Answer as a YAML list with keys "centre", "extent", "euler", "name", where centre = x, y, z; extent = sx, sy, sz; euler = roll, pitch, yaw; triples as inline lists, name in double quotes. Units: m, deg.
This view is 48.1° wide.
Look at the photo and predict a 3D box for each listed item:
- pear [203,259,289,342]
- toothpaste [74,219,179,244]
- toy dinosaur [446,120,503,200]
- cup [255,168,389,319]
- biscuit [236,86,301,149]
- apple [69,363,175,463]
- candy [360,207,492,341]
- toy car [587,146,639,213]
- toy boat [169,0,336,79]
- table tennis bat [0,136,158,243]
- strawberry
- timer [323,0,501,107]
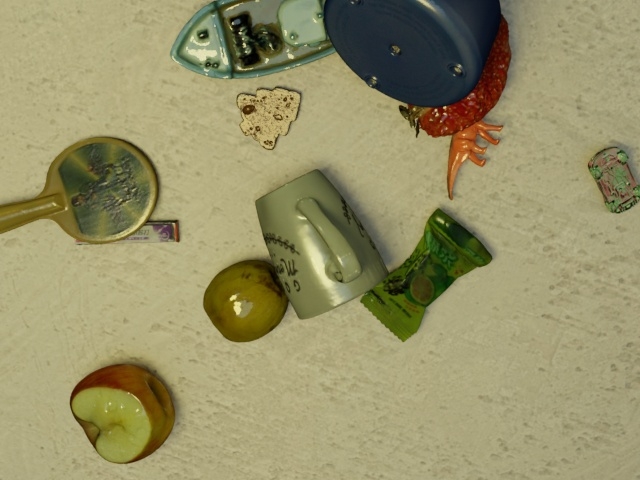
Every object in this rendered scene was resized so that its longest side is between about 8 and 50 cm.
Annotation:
- centre: [-0.139, 0.113, 1.350]
  extent: [0.162, 0.149, 0.149]
  euler: [-34, 101, 3]
  name: "pear"
- centre: [-0.370, -0.013, 1.375]
  extent: [0.196, 0.040, 0.047]
  euler: [-1, 101, 1]
  name: "toothpaste"
- centre: [0.283, -0.209, 1.318]
  extent: [0.101, 0.055, 0.280]
  euler: [23, 95, 14]
  name: "toy dinosaur"
- centre: [0.000, 0.000, 1.270]
  extent: [0.186, 0.258, 0.234]
  euler: [-28, 95, -13]
  name: "cup"
- centre: [-0.091, -0.236, 1.331]
  extent: [0.130, 0.019, 0.119]
  euler: [-28, 101, 7]
  name: "biscuit"
- centre: [-0.383, 0.333, 1.392]
  extent: [0.173, 0.160, 0.195]
  euler: [-31, 93, -1]
  name: "apple"
- centre: [0.195, 0.069, 1.379]
  extent: [0.149, 0.069, 0.246]
  euler: [41, 96, -14]
  name: "candy"
- centre: [0.548, -0.115, 1.342]
  extent: [0.069, 0.055, 0.142]
  euler: [-32, 115, 8]
  name: "toy car"
- centre: [-0.098, -0.362, 1.244]
  extent: [0.331, 0.133, 0.145]
  euler: [-13, 104, 3]
  name: "toy boat"
- centre: [-0.461, -0.078, 1.339]
  extent: [0.320, 0.050, 0.198]
  euler: [-16, 90, -3]
  name: "table tennis bat"
- centre: [0.259, -0.269, 1.258]
  extent: [0.106, 0.175, 0.236]
  euler: [36, 120, -27]
  name: "strawberry"
- centre: [0.207, -0.439, 1.162]
  extent: [0.270, 0.270, 0.384]
  euler: [35, 70, -8]
  name: "timer"
